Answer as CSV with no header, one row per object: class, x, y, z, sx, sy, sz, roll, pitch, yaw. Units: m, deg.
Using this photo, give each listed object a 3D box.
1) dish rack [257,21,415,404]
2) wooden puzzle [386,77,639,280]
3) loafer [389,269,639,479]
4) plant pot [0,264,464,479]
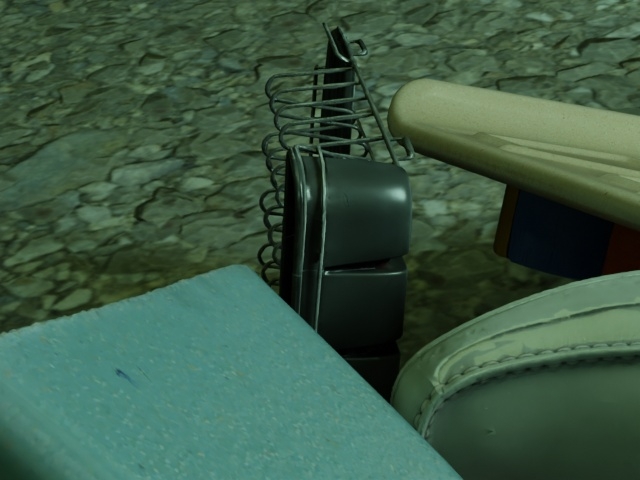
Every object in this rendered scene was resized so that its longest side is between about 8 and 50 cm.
dish rack,0.000,0.000,1.051,0.074,0.208,0.271,1,28,-8
wooden puzzle,0.240,0.006,0.985,0.322,0.080,0.348,7,14,-28
loafer,0.188,0.076,0.726,0.319,0.112,0.111,-4,25,1
plant pot,-0.038,0.191,0.629,0.252,0.247,0.248,38,15,11
